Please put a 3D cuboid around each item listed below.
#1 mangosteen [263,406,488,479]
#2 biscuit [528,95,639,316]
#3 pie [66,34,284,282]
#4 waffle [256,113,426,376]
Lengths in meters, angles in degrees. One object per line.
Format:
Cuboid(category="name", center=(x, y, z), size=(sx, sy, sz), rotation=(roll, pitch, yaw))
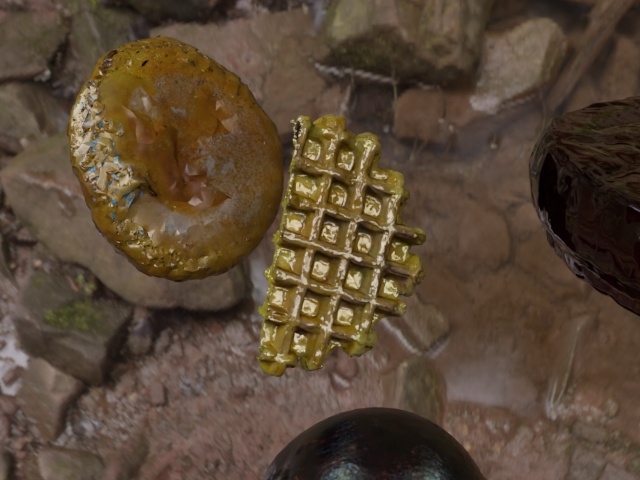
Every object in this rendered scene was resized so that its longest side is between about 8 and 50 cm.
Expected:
Cuboid(category="mangosteen", center=(0.064, 0.317, 1.053), size=(0.300, 0.300, 0.301), rotation=(-2, 65, 5))
Cuboid(category="biscuit", center=(0.339, -0.008, 0.704), size=(0.407, 0.091, 0.407), rotation=(5, 22, -2))
Cuboid(category="pie", center=(-0.151, -0.091, 1.142), size=(0.273, 0.069, 0.274), rotation=(11, 69, -30))
Cuboid(category="waffle", center=(0.000, 0.000, 0.833), size=(0.160, 0.046, 0.192), rotation=(-22, 93, -11))
